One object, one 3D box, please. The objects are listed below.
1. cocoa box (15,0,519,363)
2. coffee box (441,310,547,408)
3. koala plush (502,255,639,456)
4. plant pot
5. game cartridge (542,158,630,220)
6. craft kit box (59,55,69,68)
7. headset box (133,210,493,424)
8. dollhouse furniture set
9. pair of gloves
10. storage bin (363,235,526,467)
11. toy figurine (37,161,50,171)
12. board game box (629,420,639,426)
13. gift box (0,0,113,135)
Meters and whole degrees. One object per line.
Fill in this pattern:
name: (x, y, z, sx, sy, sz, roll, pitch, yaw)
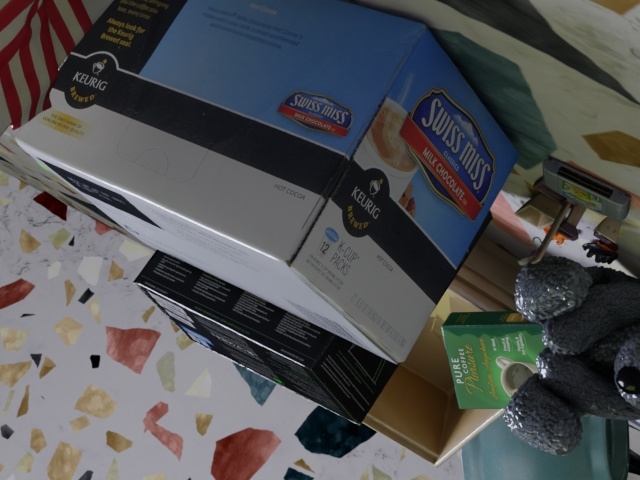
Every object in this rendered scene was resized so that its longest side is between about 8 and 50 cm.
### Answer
cocoa box: (-0.046, -0.084, 1.256, 0.347, 0.228, 0.231, 23, 167, 36)
coffee box: (0.233, 0.132, 1.556, 0.184, 0.040, 0.113, -4, 115, 27)
koala plush: (0.327, 0.118, 1.370, 0.203, 0.196, 0.221, -3, -171, -37)
plant pot: (0.340, 0.286, 2.043, 0.196, 0.293, 0.293, -4, 156, 24)
game cartridge: (0.238, -0.045, 1.261, 0.083, 0.017, 0.056, 27, 174, 17)
craft kit box: (-0.274, -0.220, 1.698, 0.247, 0.061, 0.250, 24, 178, 19)
headset box: (0.000, 0.000, 1.424, 0.246, 0.283, 0.131, 22, 161, 35)
dollhouse furniture set: (0.222, 0.003, 1.361, 0.091, 0.081, 0.114, 30, 171, -2)
pair of gloves: (0.266, 0.000, 1.435, 0.083, 0.010, 0.074, 25, 169, 11)
storage bin: (0.121, 0.109, 1.705, 0.260, 0.123, 0.262, 32, 132, -13)
toy figurine: (-0.378, -0.187, 2.239, 0.159, 0.130, 0.173, 4, 131, 41)
board game box: (0.383, 0.152, 1.544, 0.201, 0.136, 0.035, 30, -145, 7)
gift box: (-0.278, -0.244, 1.076, 0.258, 0.255, 0.276, 28, 165, 23)
